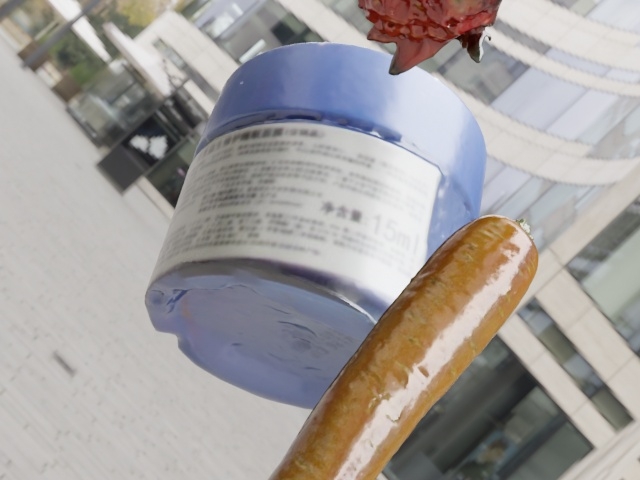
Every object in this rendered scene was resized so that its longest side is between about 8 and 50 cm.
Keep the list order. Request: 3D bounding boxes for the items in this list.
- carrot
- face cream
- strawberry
[{"bbox_3d":[0.012,0.078,0.370,0.043,0.248,0.043,34,-25,18],"label":"carrot"},{"bbox_3d":[0.000,0.000,0.779,0.249,0.225,0.249,13,-32,8],"label":"face cream"},{"bbox_3d":[0.065,-0.211,0.546,0.228,0.098,0.174,100,-10,-71],"label":"strawberry"}]
